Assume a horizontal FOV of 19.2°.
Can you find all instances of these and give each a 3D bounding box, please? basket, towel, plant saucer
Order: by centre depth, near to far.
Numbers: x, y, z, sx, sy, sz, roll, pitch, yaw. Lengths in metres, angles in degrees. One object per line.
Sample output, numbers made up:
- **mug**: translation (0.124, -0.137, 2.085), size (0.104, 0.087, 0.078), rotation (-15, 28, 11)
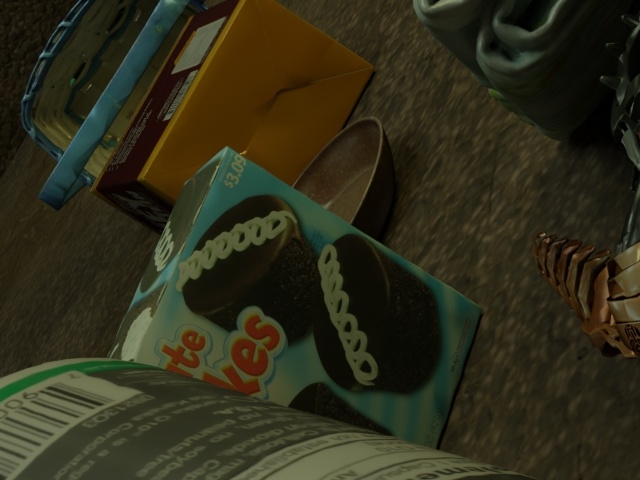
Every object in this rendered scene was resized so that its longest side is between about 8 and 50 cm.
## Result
- **towel**: translation (0.177, -0.207, 0.956), size (0.320, 0.090, 0.374), rotation (-52, -10, 6)
- **plant saucer**: translation (0.000, 0.000, 1.407), size (0.198, 0.036, 0.198), rotation (-51, 19, 24)
- **basket**: translation (-0.197, -0.155, 1.965), size (0.254, 0.201, 0.289), rotation (-55, 7, 7)

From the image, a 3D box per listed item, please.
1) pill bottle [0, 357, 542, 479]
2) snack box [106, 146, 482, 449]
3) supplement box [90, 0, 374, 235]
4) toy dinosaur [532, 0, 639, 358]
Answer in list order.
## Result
- **pill bottle**: translation (0.008, 0.165, 0.624), size (0.361, 0.204, 0.204), rotation (12, 69, 49)
- **snack box**: translation (-0.040, 0.127, 1.023), size (0.060, 0.187, 0.322), rotation (-35, 28, 52)
- **supplement box**: translation (-0.081, -0.095, 1.650), size (0.191, 0.129, 0.194), rotation (-61, 17, -11)
- **toy dinosaur**: translation (0.170, -0.012, 0.765), size (0.322, 0.164, 0.218), rotation (1, 75, 47)
